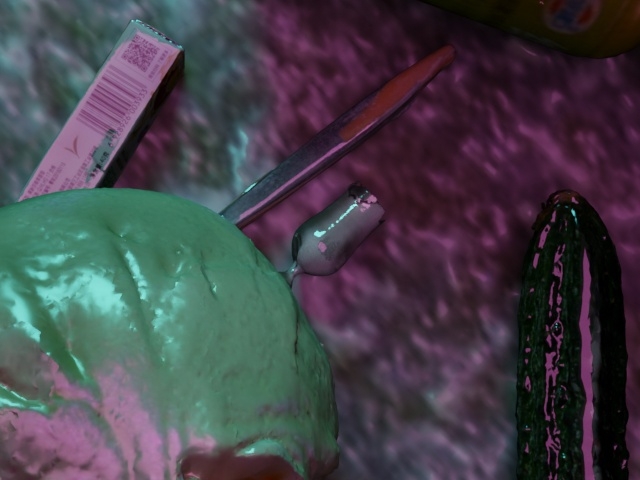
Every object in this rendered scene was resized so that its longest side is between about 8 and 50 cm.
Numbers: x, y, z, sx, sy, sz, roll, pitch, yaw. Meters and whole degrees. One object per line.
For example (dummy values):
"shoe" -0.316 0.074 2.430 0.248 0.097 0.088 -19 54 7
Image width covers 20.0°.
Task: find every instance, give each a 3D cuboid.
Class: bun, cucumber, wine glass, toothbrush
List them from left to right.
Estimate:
"bun" -0.100 0.114 0.962 0.293 0.187 0.293 0 91 -33
"toothbrush" -0.063 -0.004 1.098 0.375 0.028 0.037 -37 83 -8
"wine glass" 0.000 0.000 1.102 0.083 0.042 0.039 -44 129 -11
"cucumber" 0.152 0.104 1.093 0.077 0.077 0.265 1 83 -7

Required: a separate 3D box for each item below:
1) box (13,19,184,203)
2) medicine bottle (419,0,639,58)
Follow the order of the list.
"box" -0.148 -0.035 1.079 0.041 0.050 0.207 31 82 0
"medicine bottle" 0.155 -0.222 1.045 0.384 0.224 0.224 18 83 -4
